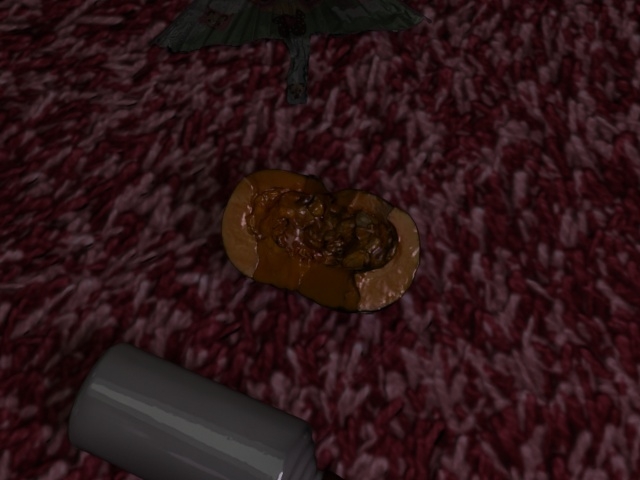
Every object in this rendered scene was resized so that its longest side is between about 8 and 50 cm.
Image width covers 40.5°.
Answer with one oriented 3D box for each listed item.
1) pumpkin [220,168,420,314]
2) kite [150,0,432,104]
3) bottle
[{"bbox_3d":[0.000,0.000,0.833,0.184,0.107,0.118,21,86,-1],"label":"pumpkin"},{"bbox_3d":[-0.038,-0.269,1.011,0.323,0.013,0.267,-7,64,-3],"label":"kite"},{"bbox_3d":[-0.087,0.179,0.748,0.245,0.104,0.104,22,66,8],"label":"bottle"}]
